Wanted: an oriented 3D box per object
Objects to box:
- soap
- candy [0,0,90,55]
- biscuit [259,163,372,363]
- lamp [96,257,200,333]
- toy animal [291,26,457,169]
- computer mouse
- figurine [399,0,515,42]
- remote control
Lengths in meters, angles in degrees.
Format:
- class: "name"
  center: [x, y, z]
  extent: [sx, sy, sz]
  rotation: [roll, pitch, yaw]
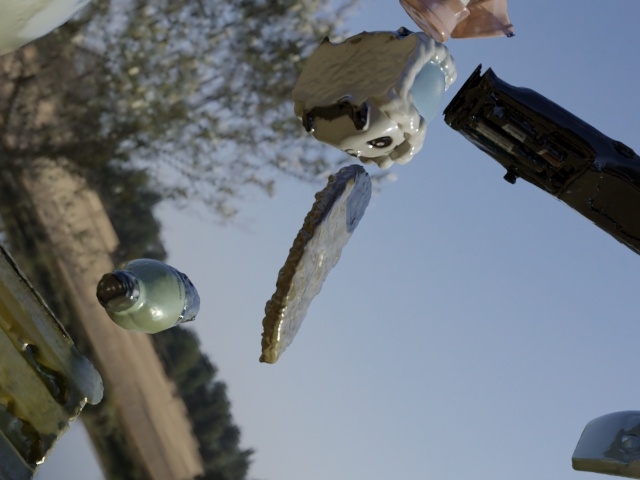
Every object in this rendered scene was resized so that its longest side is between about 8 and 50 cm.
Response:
- class: "soap"
  center: [-0.248, 0.050, 0.792]
  extent: [0.233, 0.076, 0.135]
  rotation: [56, 28, -16]
- class: "candy"
  center: [-0.321, -0.271, 1.195]
  extent: [0.427, 0.386, 0.186]
  rotation: [-69, 139, -73]
- class: "biscuit"
  center: [-0.001, 0.001, 1.289]
  extent: [0.032, 0.250, 0.133]
  rotation: [22, -34, 13]
- class: "lamp"
  center: [-0.218, 0.074, 1.617]
  extent: [0.101, 0.101, 0.250]
  rotation: [62, 10, 14]
- class: "toy animal"
  center: [0.084, -0.198, 1.751]
  extent: [0.208, 0.204, 0.156]
  rotation: [1, -32, 44]
- class: "computer mouse"
  center: [0.364, 0.237, 1.444]
  extent: [0.231, 0.128, 0.079]
  rotation: [15, 77, -72]
- class: "figurine"
  center: [0.128, -0.298, 1.009]
  extent: [0.200, 0.133, 0.276]
  rotation: [-147, -120, -65]
- class: "remote control"
  center: [0.341, -0.079, 1.582]
  extent: [0.399, 0.062, 0.144]
  rotation: [32, -36, -4]
